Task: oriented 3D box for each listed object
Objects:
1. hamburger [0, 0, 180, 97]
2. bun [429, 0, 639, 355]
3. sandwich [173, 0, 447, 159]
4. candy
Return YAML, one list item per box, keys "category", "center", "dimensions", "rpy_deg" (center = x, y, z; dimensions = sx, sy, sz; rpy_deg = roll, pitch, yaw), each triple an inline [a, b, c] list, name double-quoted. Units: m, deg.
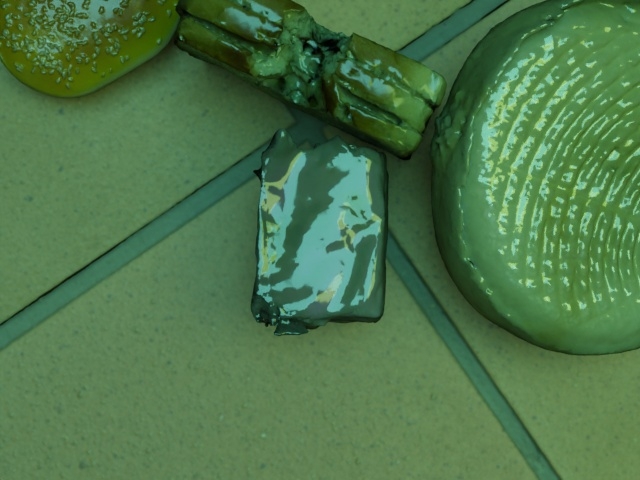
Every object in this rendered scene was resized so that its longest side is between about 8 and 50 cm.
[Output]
- category: "hamburger"
  center: [-0.251, -0.251, 1.080]
  dimensions: [0.210, 0.116, 0.173]
  rpy_deg: [-31, 90, -5]
- category: "bun"
  center: [0.265, -0.074, 1.043]
  dimensions: [0.364, 0.202, 0.365]
  rpy_deg: [-3, 101, -15]
- category: "sandwich"
  center: [-0.010, -0.176, 1.019]
  dimensions: [0.273, 0.249, 0.095]
  rpy_deg: [27, 97, 0]
- category: "candy"
  center: [0.000, 0.000, 1.039]
  dimensions: [0.137, 0.185, 0.195]
  rpy_deg: [1, 85, 1]
